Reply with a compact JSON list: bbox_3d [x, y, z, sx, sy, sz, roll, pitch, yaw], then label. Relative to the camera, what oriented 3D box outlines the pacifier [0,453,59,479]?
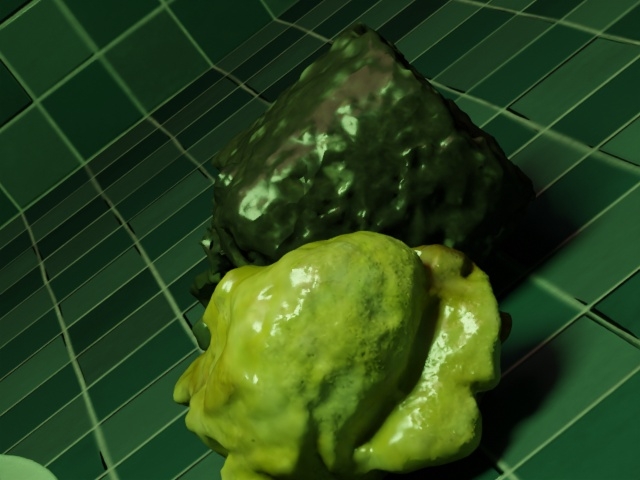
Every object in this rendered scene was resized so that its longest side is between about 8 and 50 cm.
[{"bbox_3d":[-0.335,0.224,1.441,0.288,0.269,0.343,-8,27,9],"label":"pacifier"}]

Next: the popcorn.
[{"bbox_3d":[0.007,0.084,1.244,0.253,0.190,0.191,-28,24,14],"label":"popcorn"}]

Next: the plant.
[{"bbox_3d":[0.000,0.000,1.429,0.312,0.213,0.215,-43,15,10],"label":"plant"}]
